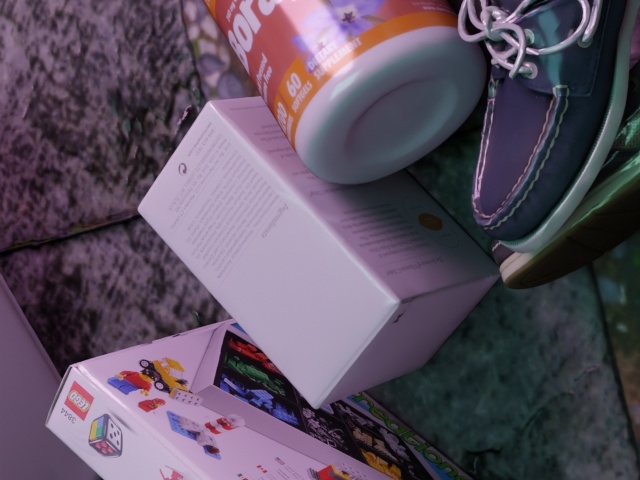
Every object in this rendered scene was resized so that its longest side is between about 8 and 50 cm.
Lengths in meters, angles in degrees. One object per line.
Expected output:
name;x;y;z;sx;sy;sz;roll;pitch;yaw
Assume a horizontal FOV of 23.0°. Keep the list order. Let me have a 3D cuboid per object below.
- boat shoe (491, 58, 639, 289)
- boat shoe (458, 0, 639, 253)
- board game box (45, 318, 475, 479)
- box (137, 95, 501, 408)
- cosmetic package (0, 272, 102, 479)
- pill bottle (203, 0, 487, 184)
boat shoe;0.173;-0.062;0.865;0.223;0.080;0.073;-44;67;26
boat shoe;0.123;-0.121;0.821;0.095;0.079;0.254;31;102;59
board game box;0.009;0.161;0.936;0.305;0.193;0.053;37;116;24
box;0.000;0.000;0.954;0.170;0.130;0.091;48;119;19
cosmetic package;-0.421;0.165;1.044;0.329;0.393;0.327;-9;119;32
pill bottle;-0.005;-0.148;0.928;0.121;0.121;0.216;-48;59;29
